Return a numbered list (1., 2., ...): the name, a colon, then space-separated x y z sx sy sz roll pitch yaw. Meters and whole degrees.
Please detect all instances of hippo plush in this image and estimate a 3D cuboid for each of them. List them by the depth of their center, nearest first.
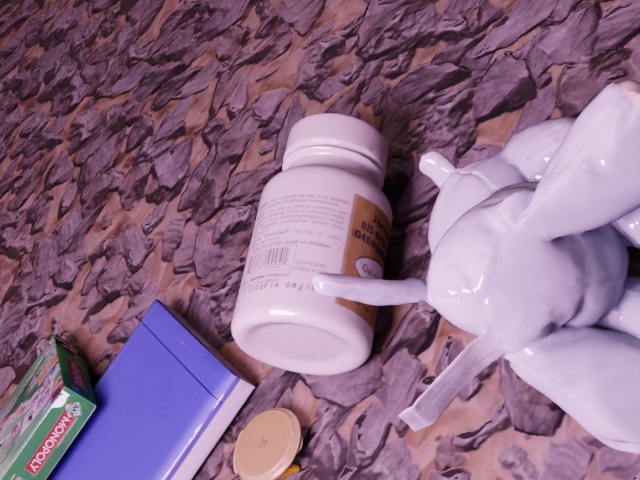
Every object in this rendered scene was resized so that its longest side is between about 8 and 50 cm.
1. hippo plush: 0.176 0.024 0.812 0.294 0.234 0.236 -33 9 4

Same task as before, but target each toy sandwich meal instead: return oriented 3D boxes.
1. toy sandwich meal: -0.047 0.197 1.018 0.085 0.029 0.086 -25 45 27

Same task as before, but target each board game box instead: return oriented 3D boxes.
1. board game box: -0.375 0.275 1.248 0.317 0.046 0.213 -55 19 0

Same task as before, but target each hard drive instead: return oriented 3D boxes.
1. hard drive: -0.217 0.237 1.157 0.319 0.040 0.210 -55 37 -1

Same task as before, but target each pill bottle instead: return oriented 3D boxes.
1. pill bottle: 0.000 0.000 1.032 0.131 0.131 0.229 -16 51 40
